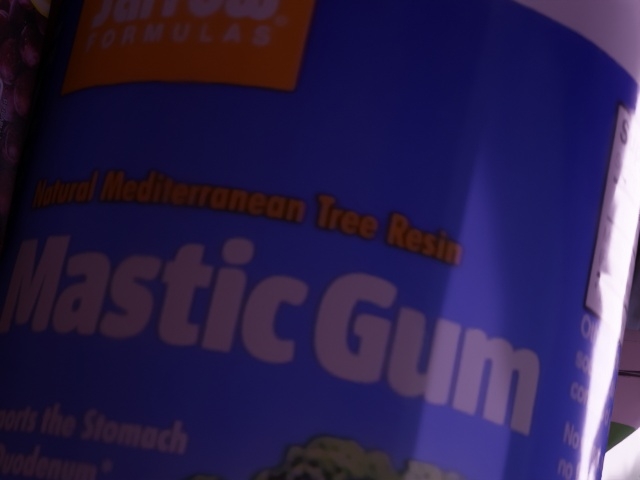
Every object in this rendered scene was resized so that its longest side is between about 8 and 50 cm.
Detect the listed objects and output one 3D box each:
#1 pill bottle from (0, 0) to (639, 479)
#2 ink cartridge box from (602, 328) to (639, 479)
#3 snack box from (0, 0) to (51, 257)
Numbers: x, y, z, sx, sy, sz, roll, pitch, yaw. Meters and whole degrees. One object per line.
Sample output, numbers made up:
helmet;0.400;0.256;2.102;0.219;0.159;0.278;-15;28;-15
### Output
pill bottle;0.000;0.000;0.408;0.152;0.152;0.272;36;62;-57
ink cartridge box;0.104;0.131;0.675;0.219;0.093;0.160;-16;107;-60
snack box;-0.095;-0.075;0.344;0.100;0.037;0.141;25;71;-58
